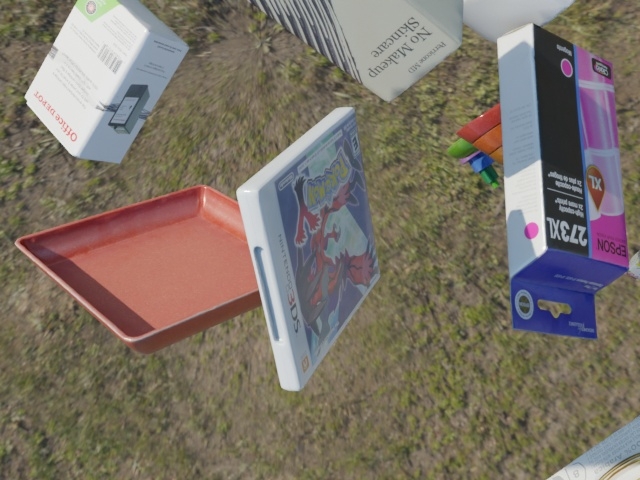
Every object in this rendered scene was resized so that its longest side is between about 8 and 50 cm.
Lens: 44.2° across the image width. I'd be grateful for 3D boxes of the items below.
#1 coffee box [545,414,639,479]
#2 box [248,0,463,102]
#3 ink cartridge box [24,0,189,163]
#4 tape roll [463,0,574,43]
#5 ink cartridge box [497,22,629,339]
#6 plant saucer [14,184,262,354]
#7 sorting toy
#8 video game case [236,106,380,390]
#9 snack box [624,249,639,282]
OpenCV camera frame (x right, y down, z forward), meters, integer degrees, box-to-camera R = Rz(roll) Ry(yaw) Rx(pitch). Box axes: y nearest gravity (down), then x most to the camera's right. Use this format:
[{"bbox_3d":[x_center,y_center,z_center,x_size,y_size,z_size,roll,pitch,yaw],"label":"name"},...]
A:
[{"bbox_3d":[0.462,0.312,0.649,0.338,0.334,0.337,38,111,-22],"label":"coffee box"},{"bbox_3d":[0.002,-0.258,0.738,0.275,0.094,0.113,30,137,-24],"label":"box"},{"bbox_3d":[-0.402,-0.311,1.466,0.198,0.114,0.273,45,110,25],"label":"ink cartridge box"},{"bbox_3d":[0.269,-0.405,1.023,0.100,0.286,0.286,27,101,-22],"label":"tape roll"},{"bbox_3d":[0.303,-0.069,0.980,0.175,0.069,0.371,11,75,-37],"label":"ink cartridge box"},{"bbox_3d":[-0.161,0.028,0.874,0.258,0.259,0.048,-22,125,-37],"label":"plant saucer"},{"bbox_3d":[0.301,-0.143,1.337,0.127,0.365,0.126,-33,85,2],"label":"sorting toy"},{"bbox_3d":[0.000,0.000,0.696,0.023,0.201,0.184,2,117,25],"label":"video game case"},{"bbox_3d":[0.542,0.051,1.238,0.100,0.141,0.037,28,85,15],"label":"snack box"}]
